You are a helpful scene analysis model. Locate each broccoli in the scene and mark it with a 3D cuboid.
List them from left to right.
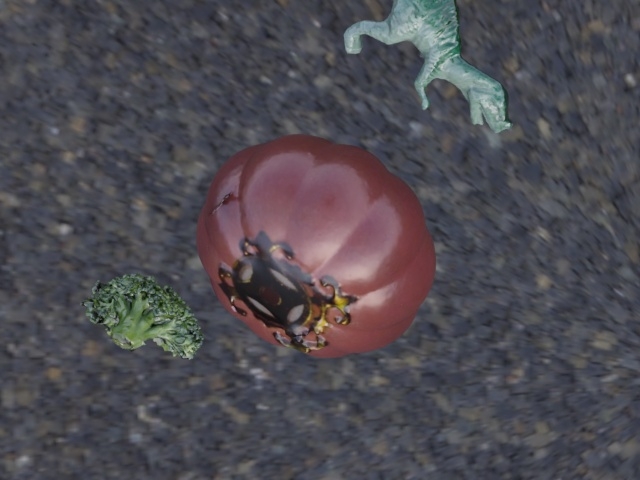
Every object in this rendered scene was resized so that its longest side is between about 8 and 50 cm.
[{"bbox_3d":[-0.163,0.077,1.537,0.095,0.092,0.097,-16,117,35],"label":"broccoli"}]

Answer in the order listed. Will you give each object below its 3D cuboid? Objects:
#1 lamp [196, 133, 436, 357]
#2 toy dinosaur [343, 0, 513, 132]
[{"bbox_3d":[0.000,0.000,1.217,0.182,0.182,0.140,23,50,14],"label":"lamp"},{"bbox_3d":[0.059,-0.260,1.625,0.129,0.076,0.383,-26,97,31],"label":"toy dinosaur"}]
